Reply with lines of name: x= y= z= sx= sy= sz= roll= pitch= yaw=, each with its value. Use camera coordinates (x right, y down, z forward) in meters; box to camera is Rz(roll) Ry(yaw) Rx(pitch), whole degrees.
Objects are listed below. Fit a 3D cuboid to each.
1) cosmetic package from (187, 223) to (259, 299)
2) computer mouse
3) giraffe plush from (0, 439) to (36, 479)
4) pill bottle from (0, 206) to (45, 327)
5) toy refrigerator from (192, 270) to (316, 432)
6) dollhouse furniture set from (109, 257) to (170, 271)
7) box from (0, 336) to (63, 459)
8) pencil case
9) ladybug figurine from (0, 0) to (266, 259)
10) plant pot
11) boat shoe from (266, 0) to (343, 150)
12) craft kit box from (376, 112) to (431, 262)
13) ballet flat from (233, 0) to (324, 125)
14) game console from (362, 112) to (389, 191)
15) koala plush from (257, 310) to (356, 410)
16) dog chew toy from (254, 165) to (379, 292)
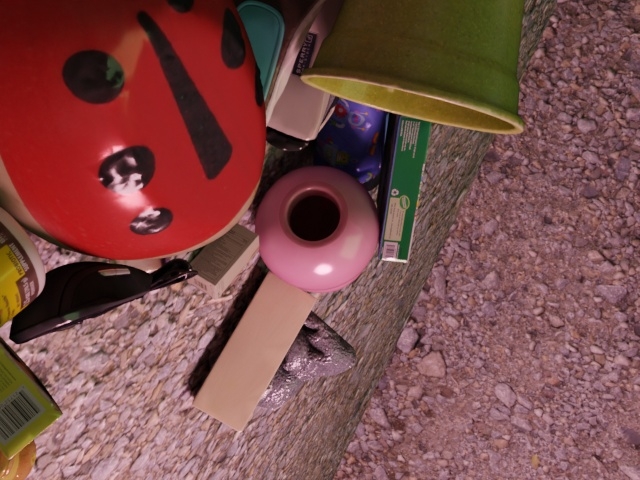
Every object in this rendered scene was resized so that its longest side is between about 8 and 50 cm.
cosmetic package: x=-0.149 y=0.028 z=1.290 sx=0.115 sy=0.060 sz=0.041 roll=-50 pitch=159 yaw=-30
computer mouse: x=-0.270 y=0.061 z=0.914 sx=0.184 sy=0.060 sz=0.262 roll=-22 pitch=180 yaw=24
giraffe plush: x=-0.363 y=0.257 z=0.874 sx=0.210 sy=0.181 sz=0.171 roll=-53 pitch=157 yaw=-85
pill bottle: x=-0.345 y=0.062 z=0.701 sx=0.215 sy=0.117 sz=0.117 roll=-48 pitch=157 yaw=-38
toy refrigerator: x=-0.119 y=0.197 z=1.515 sx=0.270 sy=0.102 sz=0.094 roll=-61 pitch=-177 yaw=-7
dollhouse furniture set: x=-0.242 y=-0.008 z=1.067 sx=0.081 sy=0.091 sz=0.114 roll=-11 pitch=111 yaw=-17
box: x=-0.299 y=0.135 z=0.785 sx=0.058 sy=0.087 sz=0.232 roll=-42 pitch=-166 yaw=-20
pencil case: x=0.061 y=-0.221 z=1.392 sx=0.119 sy=0.133 sz=0.306 roll=-43 pitch=156 yaw=-33
ladybug figurine: x=-0.170 y=-0.129 z=0.791 sx=0.305 sy=0.161 sz=0.449 roll=-57 pitch=155 yaw=-15
plant pot: x=0.138 y=-0.284 z=1.010 sx=0.276 sy=0.276 sz=0.254 roll=3 pitch=101 yaw=-70
boat shoe: x=0.001 y=-0.300 z=1.181 sx=0.158 sy=0.127 sz=0.341 roll=-59 pitch=172 yaw=-75
craft kit box: x=0.135 y=-0.128 z=1.414 sx=0.247 sy=0.060 sz=0.250 roll=-90 pitch=-174 yaw=-63
ballet flat: x=-0.049 y=-0.304 z=1.025 sx=0.400 sy=0.139 sz=0.139 roll=-64 pitch=163 yaw=17
game console: x=0.163 y=-0.314 z=1.665 sx=0.387 sy=0.060 sz=0.342 roll=-55 pitch=161 yaw=-24
koala plush: x=-0.066 y=0.242 z=1.656 sx=0.221 sy=0.203 sz=0.196 roll=-49 pitch=160 yaw=-4
dog chew toy: x=0.000 y=0.000 z=1.455 sx=0.207 sy=0.206 sz=0.332 roll=-59 pitch=169 yaw=-11
